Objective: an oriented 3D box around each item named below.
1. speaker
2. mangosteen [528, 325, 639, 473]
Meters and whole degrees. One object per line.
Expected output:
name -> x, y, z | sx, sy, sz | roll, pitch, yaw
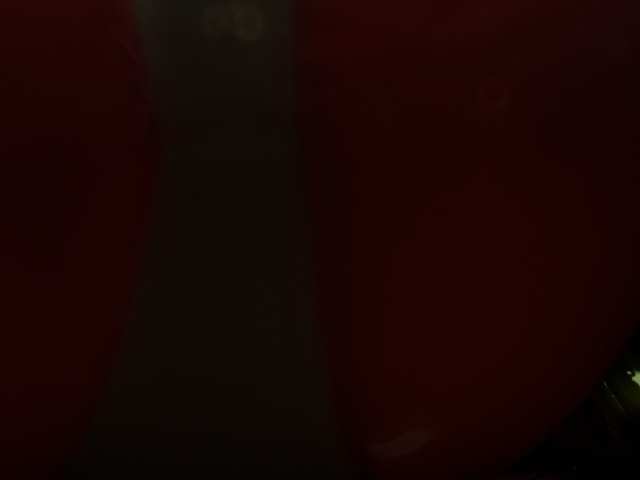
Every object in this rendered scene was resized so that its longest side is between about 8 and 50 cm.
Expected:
speaker -> -0.039, -0.042, 0.446 | 0.294, 0.294, 0.294 | 1, -1, 0
mangosteen -> 0.109, 0.025, 0.599 | 0.166, 0.166, 0.180 | 1, 26, -4
